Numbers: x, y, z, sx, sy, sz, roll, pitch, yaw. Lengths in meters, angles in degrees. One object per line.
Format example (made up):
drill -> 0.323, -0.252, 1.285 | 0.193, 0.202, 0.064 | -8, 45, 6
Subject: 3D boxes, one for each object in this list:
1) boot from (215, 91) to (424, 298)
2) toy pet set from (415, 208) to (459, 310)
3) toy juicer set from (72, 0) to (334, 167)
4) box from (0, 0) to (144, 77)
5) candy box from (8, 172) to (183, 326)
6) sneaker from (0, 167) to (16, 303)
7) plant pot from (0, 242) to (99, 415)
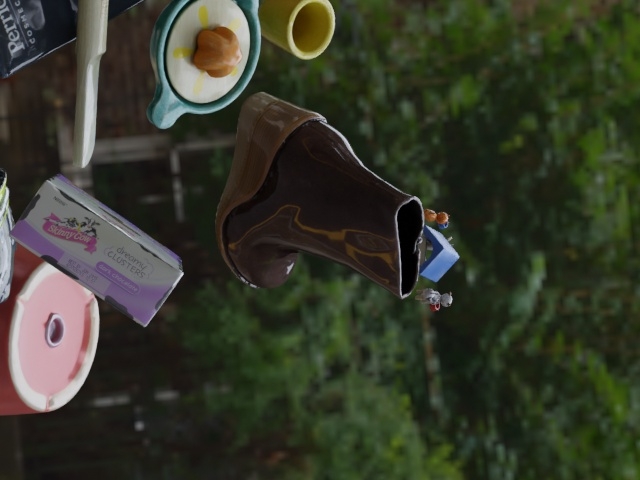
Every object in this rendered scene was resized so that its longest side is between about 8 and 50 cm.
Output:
boot -> 0.000, 0.000, 1.626 | 0.207, 0.090, 0.248 | 39, -34, 29
toy pet set -> 0.148, 0.016, 2.157 | 0.114, 0.065, 0.122 | 27, 65, -56
toy juicer set -> -0.124, -0.225, 1.764 | 0.089, 0.329, 0.209 | 23, -45, 42
box -> -0.291, -0.375, 1.817 | 0.212, 0.395, 0.293 | 4, -58, 46
candy box -> -0.226, 0.007, 1.817 | 0.070, 0.165, 0.196 | -55, -174, 0
sneaker -> -0.397, 0.046, 1.970 | 0.300, 0.111, 0.121 | -73, 151, -48
plant pot -> -0.428, 0.103, 2.213 | 0.275, 0.243, 0.275 | -21, 114, -62
